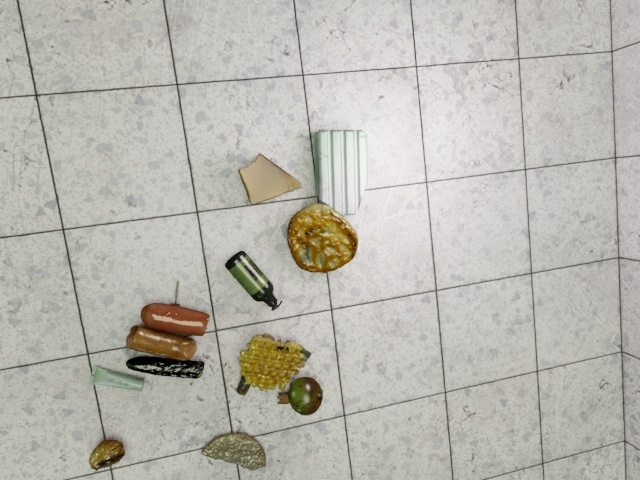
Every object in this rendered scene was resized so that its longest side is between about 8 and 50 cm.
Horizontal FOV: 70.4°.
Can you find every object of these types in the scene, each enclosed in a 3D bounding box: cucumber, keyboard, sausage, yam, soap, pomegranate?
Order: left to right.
[{"bbox_3d":[-0.624,0.409,1.791,0.270,0.109,0.109,23,91,-30],"label":"sausage"},{"bbox_3d":[-0.624,0.511,1.832,0.303,0.081,0.072,8,65,-10],"label":"cucumber"},{"bbox_3d":[-0.578,0.312,1.797,0.259,0.113,0.113,14,93,-17],"label":"sausage"},{"bbox_3d":[-0.278,0.524,1.919,0.061,0.061,0.274,27,91,-14],"label":"yam"},{"bbox_3d":[-0.103,0.480,1.972,0.129,0.015,0.049,32,89,-14],"label":"keyboard"},{"bbox_3d":[-0.085,0.667,1.939,0.205,0.159,0.159,-12,100,16],"label":"pomegranate"},{"bbox_3d":[0.086,-0.279,1.879,0.208,0.115,0.347,-3,97,-10],"label":"soap"}]

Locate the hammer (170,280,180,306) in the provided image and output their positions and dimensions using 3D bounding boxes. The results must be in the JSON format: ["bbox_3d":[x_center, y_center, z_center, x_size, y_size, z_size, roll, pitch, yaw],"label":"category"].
[{"bbox_3d":[-0.583,0.220,1.841,0.035,0.019,0.110,7,89,-13],"label":"hammer"}]

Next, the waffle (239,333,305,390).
[{"bbox_3d":[-0.199,0.496,1.885,0.283,0.065,0.309,-27,120,-17],"label":"waffle"}]

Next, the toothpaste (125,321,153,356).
[{"bbox_3d":[-0.711,0.371,1.818,0.067,0.043,0.194,34,82,-16],"label":"toothpaste"}]

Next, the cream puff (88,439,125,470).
[{"bbox_3d":[-0.849,0.848,1.801,0.133,0.119,0.104,-16,74,-28],"label":"cream puff"}]

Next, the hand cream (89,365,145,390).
[{"bbox_3d":[-0.811,0.558,1.812,0.205,0.050,0.078,15,95,-9],"label":"hand cream"}]

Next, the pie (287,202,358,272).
[{"bbox_3d":[0.000,0.000,1.874,0.315,0.092,0.315,0,115,1],"label":"pie"}]

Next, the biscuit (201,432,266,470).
[{"bbox_3d":[-0.352,0.896,1.952,0.290,0.038,0.141,26,90,-15],"label":"biscuit"}]

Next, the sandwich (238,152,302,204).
[{"bbox_3d":[-0.206,-0.260,1.820,0.220,0.108,0.186,-20,101,-8],"label":"sandwich"}]

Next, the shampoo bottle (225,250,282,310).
[{"bbox_3d":[-0.266,0.174,1.860,0.101,0.101,0.284,-40,103,-6],"label":"shampoo bottle"}]
